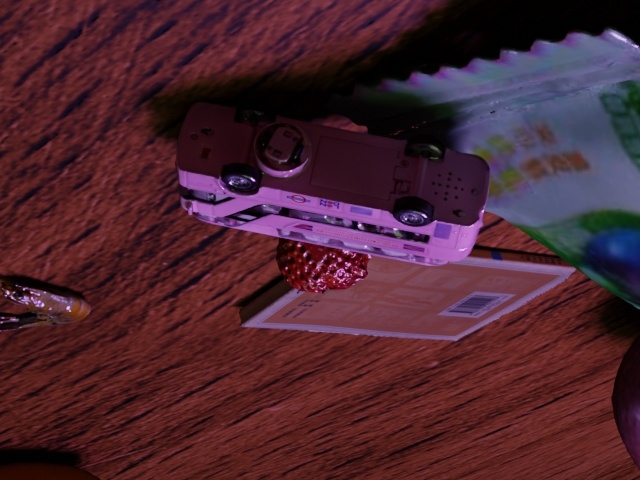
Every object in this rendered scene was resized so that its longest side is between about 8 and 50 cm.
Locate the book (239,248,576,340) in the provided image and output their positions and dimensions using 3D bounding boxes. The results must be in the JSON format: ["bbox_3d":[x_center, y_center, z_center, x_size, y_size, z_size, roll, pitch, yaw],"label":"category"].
[{"bbox_3d":[0.075,0.043,1.626,0.241,0.018,0.170,7,152,-37],"label":"book"}]

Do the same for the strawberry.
[{"bbox_3d":[0.000,0.000,1.424,0.073,0.073,0.083,-12,146,5],"label":"strawberry"}]

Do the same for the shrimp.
[{"bbox_3d":[-0.236,0.055,1.517,0.083,0.023,0.114,-16,162,22],"label":"shrimp"}]

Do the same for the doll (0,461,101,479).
[{"bbox_3d":[-0.300,0.341,1.915,0.213,0.236,0.213,-4,155,-2],"label":"doll"}]

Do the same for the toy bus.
[{"bbox_3d":[0.007,-0.035,1.258,0.203,0.063,0.090,12,154,2],"label":"toy bus"}]

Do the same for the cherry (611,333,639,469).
[{"bbox_3d":[0.401,0.146,1.766,0.261,0.221,0.307,-14,175,8],"label":"cherry"}]

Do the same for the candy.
[{"bbox_3d":[0.227,-0.042,1.288,0.398,0.172,0.263,21,148,-36],"label":"candy"}]
